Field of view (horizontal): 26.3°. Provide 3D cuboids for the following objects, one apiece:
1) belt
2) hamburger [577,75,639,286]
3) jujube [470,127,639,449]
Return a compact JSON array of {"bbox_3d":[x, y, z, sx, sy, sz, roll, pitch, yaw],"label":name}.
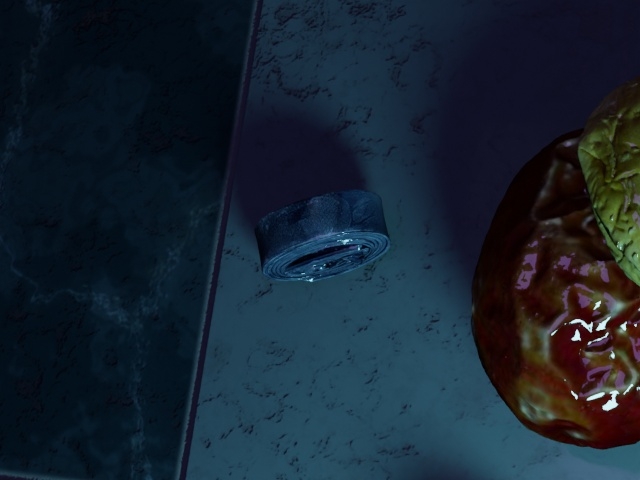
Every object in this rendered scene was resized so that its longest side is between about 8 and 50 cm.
[{"bbox_3d":[0.000,0.000,1.868,0.190,0.141,0.082,-19,65,19],"label":"belt"},{"bbox_3d":[0.381,-0.056,1.489,0.211,0.132,0.309,-6,65,-19],"label":"hamburger"},{"bbox_3d":[0.326,0.055,1.648,0.276,0.276,0.377,8,62,26],"label":"jujube"}]
